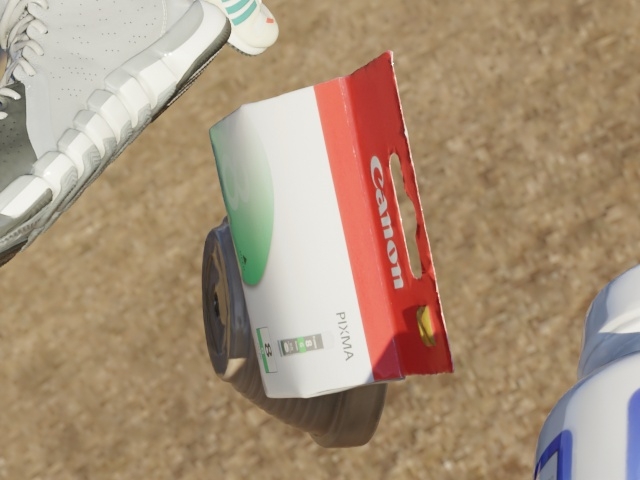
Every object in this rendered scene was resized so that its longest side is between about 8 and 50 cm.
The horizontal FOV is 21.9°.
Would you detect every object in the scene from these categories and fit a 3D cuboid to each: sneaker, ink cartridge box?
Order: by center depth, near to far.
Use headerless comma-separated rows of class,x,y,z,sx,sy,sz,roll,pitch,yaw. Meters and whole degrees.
sneaker,-0.153,-0.084,0.824,0.086,0.132,0.229,-42,6,46
ink cartridge box,0.000,0.000,0.968,0.056,0.181,0.224,-11,-2,-16
sneaker,-0.063,-0.194,1.233,0.075,0.161,0.057,-41,58,15

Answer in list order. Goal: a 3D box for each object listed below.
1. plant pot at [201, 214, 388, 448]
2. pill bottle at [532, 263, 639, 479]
plant pot,-0.029,0.047,1.290,0.109,0.237,0.237,-4,24,-15
pill bottle,0.160,0.139,0.674,0.152,0.152,0.272,-14,41,25
